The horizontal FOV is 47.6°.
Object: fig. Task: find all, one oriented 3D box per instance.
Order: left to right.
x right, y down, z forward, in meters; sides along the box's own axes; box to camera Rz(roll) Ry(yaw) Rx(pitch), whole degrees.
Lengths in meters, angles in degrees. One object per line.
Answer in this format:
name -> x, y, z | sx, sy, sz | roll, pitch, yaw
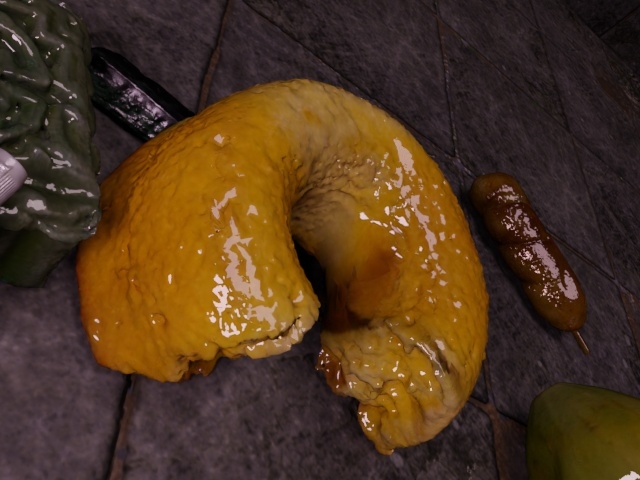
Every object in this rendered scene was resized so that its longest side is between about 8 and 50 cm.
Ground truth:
fig -> 0.352, 0.287, 0.898 | 0.207, 0.230, 0.207 | -19, 116, -46

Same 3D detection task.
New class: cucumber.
cucumber -> -0.178, -0.138, 0.794 | 0.220, 0.046, 0.070 | 40, 30, -19

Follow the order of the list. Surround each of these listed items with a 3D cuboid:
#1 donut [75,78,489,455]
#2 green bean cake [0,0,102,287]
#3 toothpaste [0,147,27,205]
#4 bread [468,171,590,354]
donut -> 0.000, 0.000, 0.728 | 0.435, 0.163, 0.377 | 19, 55, -37
green bean cake -> -0.297, -0.100, 0.555 | 0.241, 0.132, 0.254 | 20, 47, -42
toothpaste -> -0.284, 0.057, 0.412 | 0.301, 0.048, 0.075 | -53, 132, -26
bread -> 0.365, 0.033, 1.217 | 0.124, 0.084, 0.343 | -14, 71, -52
